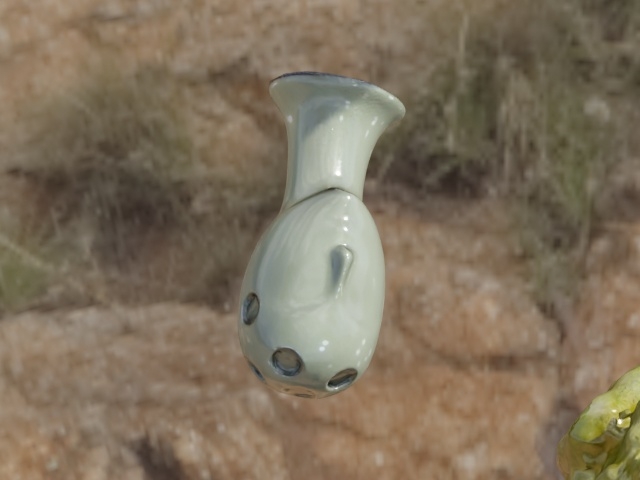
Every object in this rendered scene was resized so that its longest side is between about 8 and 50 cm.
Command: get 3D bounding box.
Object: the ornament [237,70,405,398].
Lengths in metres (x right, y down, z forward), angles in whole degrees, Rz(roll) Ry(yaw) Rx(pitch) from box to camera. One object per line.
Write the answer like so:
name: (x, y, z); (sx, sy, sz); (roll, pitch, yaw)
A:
ornament: (0.000, 0.000, 0.956); (0.075, 0.081, 0.156); (14, 73, -20)

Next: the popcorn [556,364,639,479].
popcorn: (0.189, 0.152, 0.832); (0.169, 0.189, 0.218); (-35, 81, -19)
